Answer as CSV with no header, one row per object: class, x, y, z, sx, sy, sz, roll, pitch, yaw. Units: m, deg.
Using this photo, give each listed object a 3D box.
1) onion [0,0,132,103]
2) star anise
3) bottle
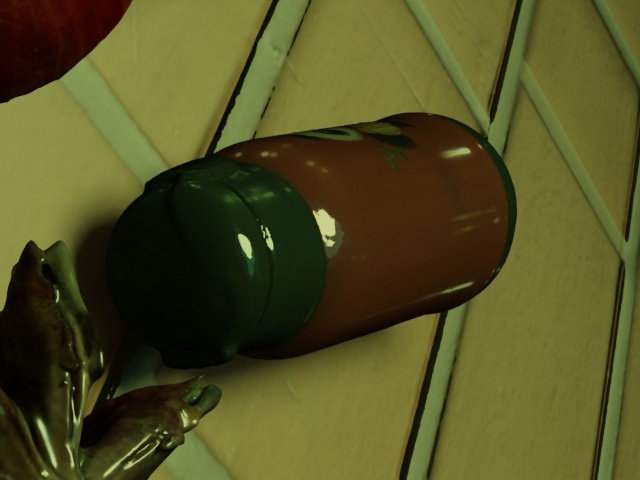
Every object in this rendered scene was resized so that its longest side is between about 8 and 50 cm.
onion,-0.185,-0.167,0.705,0.248,0.248,0.161,51,2,-35
star anise,-0.135,0.136,0.749,0.288,0.088,0.288,10,77,-49
bottle,0.000,0.000,0.992,0.336,0.144,0.144,-16,90,-60
